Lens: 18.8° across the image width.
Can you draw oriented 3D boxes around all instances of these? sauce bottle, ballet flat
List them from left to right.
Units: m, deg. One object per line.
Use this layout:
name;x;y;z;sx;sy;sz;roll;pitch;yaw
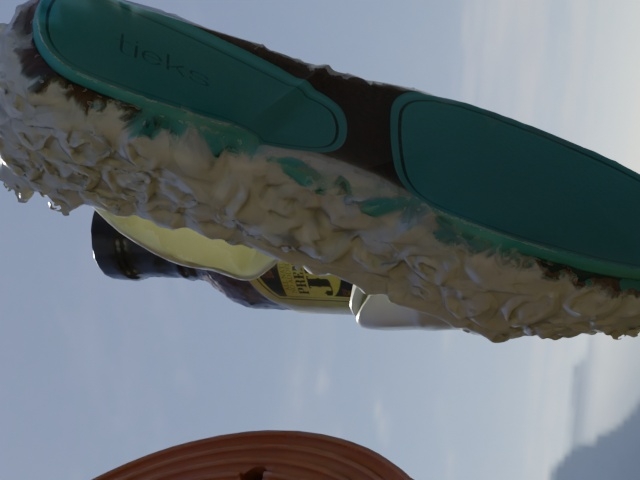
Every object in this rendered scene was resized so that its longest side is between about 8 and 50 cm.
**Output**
sauce bottle;0.000;0.000;1.358;0.111;0.344;0.111;2;-93;-64
ballet flat;0.007;-0.024;1.069;0.147;0.409;0.147;-160;90;-82

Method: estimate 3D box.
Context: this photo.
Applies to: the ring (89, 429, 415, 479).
ring;-0.088;0.212;0.858;0.032;0.337;0.336;59;-150;-29
